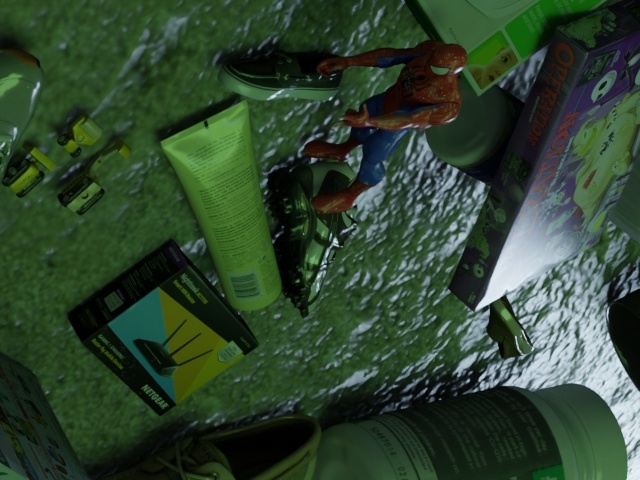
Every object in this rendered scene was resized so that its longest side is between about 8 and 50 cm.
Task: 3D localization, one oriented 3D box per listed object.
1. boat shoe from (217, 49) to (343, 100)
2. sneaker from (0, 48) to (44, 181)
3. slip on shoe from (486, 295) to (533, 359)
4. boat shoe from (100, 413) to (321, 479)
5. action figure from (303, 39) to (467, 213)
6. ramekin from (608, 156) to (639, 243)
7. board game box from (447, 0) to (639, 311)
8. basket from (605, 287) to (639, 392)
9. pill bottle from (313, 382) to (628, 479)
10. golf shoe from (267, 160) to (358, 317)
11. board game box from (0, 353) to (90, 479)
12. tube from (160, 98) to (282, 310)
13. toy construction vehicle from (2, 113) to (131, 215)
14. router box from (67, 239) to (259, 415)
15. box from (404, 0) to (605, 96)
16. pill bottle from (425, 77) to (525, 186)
[{"bbox_3d":[-0.035,-0.158,1.663,0.142,0.049,0.040,-2,126,-44],"label":"boat shoe"},{"bbox_3d":[-0.301,-0.040,1.521,0.099,0.121,0.262,12,123,-45],"label":"sneaker"},{"bbox_3d":[0.217,0.103,2.133,0.041,0.051,0.135,-26,149,7],"label":"slip on shoe"},{"bbox_3d":[-0.145,0.264,1.979,0.341,0.121,0.110,-14,134,-41],"label":"boat shoe"},{"bbox_3d":[0.031,-0.111,1.625,0.139,0.091,0.280,1,158,-28],"label":"action figure"},{"bbox_3d":[0.430,-0.096,2.012,0.273,0.127,0.273,-20,140,-18],"label":"ramekin"},{"bbox_3d":[0.257,-0.094,1.785,0.208,0.056,0.347,-22,146,-35],"label":"board game box"},{"bbox_3d":[0.497,0.093,2.253,0.227,0.154,0.204,-32,144,-11],"label":"basket"},{"bbox_3d":[0.182,0.289,2.173,0.361,0.204,0.204,-10,136,-29],"label":"pill bottle"},{"bbox_3d":[0.000,0.000,1.831,0.094,0.077,0.198,-21,141,-19],"label":"golf shoe"},{"bbox_3d":[-0.338,0.170,1.633,0.097,0.224,0.303,-41,142,6],"label":"board game box"},{"bbox_3d":[-0.088,-0.032,1.752,0.240,0.062,0.070,75,30,-46],"label":"tube"},{"bbox_3d":[-0.230,-0.070,1.621,0.098,0.035,0.086,-44,131,6],"label":"toy construction vehicle"},{"bbox_3d":[-0.159,0.092,1.832,0.133,0.046,0.179,-36,143,1],"label":"router box"},{"bbox_3d":[0.160,-0.299,1.594,0.231,0.127,0.262,-35,142,3],"label":"box"},{"bbox_3d":[0.191,-0.101,1.852,0.094,0.094,0.169,-48,142,16],"label":"pill bottle"}]
